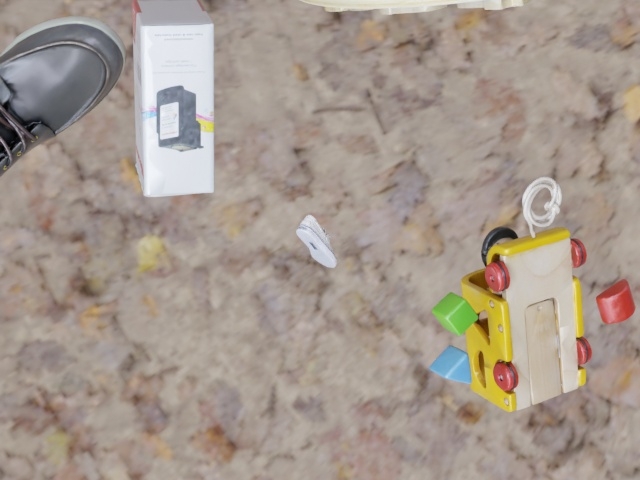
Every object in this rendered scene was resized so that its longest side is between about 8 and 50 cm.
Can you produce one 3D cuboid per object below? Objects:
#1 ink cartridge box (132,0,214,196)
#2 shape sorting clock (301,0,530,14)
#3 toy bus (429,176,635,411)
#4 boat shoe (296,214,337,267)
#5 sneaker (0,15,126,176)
[{"bbox_3d":[-0.149,-0.146,1.452,0.072,0.127,0.175,-3,111,-11],"label":"ink cartridge box"},{"bbox_3d":[0.086,-0.143,0.740,0.206,0.206,0.040,-5,108,21],"label":"shape sorting clock"},{"bbox_3d":[0.183,0.056,1.357,0.191,0.104,0.202,36,85,-32],"label":"toy bus"},{"bbox_3d":[0.000,0.000,1.970,0.035,0.100,0.035,9,61,37],"label":"boat shoe"},{"bbox_3d":[-0.242,-0.079,1.089,0.222,0.118,0.083,-29,120,23],"label":"sneaker"}]
